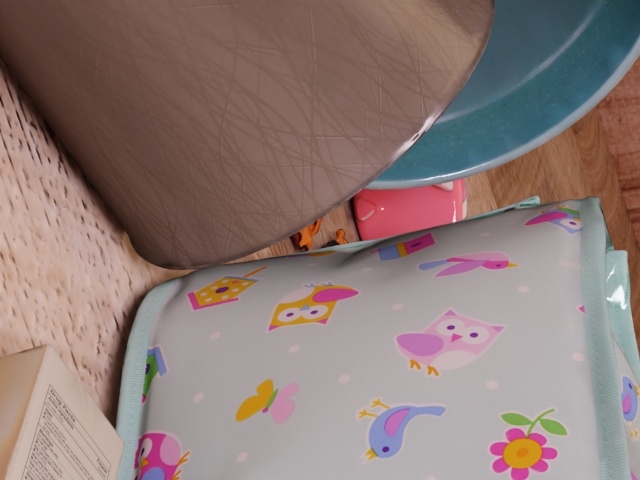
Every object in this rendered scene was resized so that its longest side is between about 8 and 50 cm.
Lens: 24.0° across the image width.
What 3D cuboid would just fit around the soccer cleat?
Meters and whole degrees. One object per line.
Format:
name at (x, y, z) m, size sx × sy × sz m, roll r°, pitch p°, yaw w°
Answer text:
soccer cleat at (0.054, -0.078, 1.086) m, size 0.095 × 0.083 × 0.248 m, roll 9°, pitch 64°, yaw -75°

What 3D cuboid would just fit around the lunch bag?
lunch bag at (0.033, 0.092, 0.648) m, size 0.262 × 0.223 × 0.160 m, roll -86°, pitch 159°, yaw -49°

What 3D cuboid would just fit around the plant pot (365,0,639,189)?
plant pot at (0.036, -0.213, 0.885) m, size 0.271 × 0.272 × 0.255 m, roll 55°, pitch 12°, yaw -44°

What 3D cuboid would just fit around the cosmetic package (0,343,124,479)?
cosmetic package at (-0.108, 0.098, 0.521) m, size 0.115 × 0.041 × 0.060 m, roll -82°, pitch 150°, yaw -51°

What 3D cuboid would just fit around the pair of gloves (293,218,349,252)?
pair of gloves at (0.000, 0.000, 0.963) m, size 0.074 × 0.010 × 0.083 m, roll -78°, pitch 149°, yaw -53°

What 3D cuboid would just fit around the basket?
basket at (-0.068, -0.126, 0.625) m, size 0.227 × 0.204 × 0.154 m, roll 48°, pitch 14°, yaw -36°
